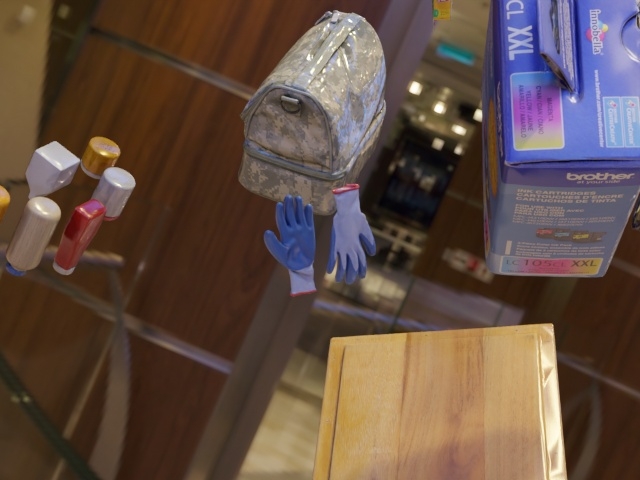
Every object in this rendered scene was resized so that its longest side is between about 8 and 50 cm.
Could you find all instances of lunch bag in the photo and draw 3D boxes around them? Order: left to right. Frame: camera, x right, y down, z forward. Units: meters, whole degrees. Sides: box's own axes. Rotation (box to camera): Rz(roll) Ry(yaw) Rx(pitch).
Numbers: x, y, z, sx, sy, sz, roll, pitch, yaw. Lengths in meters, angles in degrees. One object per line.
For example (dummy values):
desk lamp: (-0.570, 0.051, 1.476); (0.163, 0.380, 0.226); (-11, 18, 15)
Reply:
lunch bag: (-0.005, -0.240, 2.212); (0.213, 0.256, 0.305); (22, 43, 11)

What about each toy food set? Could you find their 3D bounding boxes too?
toy food set: (-0.305, -0.030, 1.420); (0.111, 0.104, 0.232); (37, 32, 8)

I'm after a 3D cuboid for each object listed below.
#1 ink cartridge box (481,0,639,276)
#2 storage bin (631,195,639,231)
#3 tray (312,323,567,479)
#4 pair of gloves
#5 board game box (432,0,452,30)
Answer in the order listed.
ink cartridge box: (0.255, -0.149, 1.328); (0.151, 0.269, 0.395); (0, -20, 3)
storage bin: (0.503, -0.071, 1.670); (0.084, 0.122, 0.180); (23, -15, -4)
tray: (0.093, 0.226, 0.963); (0.203, 0.076, 0.411); (-5, 36, 10)
pair of gloves: (0.000, 0.000, 1.900); (0.198, 0.159, 0.023); (-13, 11, -33)
board game box: (0.186, -0.455, 1.864); (0.039, 0.259, 0.124); (3, 42, 2)
